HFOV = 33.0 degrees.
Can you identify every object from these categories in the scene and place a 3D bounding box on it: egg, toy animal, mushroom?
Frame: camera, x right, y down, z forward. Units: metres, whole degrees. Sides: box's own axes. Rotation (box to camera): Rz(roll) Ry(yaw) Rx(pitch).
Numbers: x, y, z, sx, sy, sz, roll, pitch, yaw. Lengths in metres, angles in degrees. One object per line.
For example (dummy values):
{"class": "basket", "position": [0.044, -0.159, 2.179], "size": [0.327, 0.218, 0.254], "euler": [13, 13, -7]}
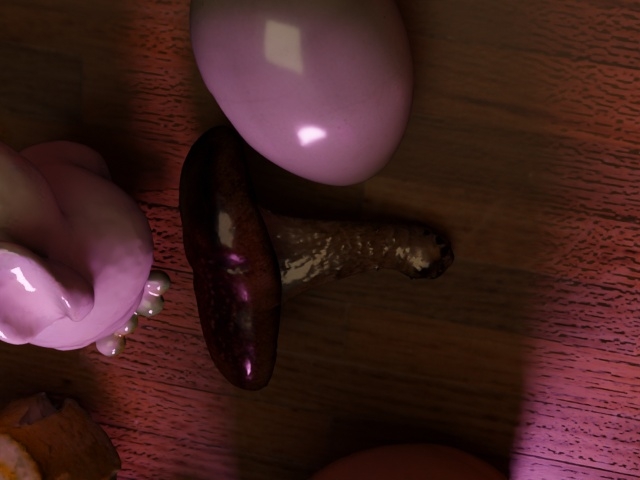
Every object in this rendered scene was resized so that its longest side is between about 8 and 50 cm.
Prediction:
{"class": "egg", "position": [-0.010, -0.133, 0.788], "size": [0.151, 0.151, 0.209], "euler": [-16, 118, 18]}
{"class": "toy animal", "position": [-0.255, 0.011, 0.866], "size": [0.310, 0.247, 0.183], "euler": [-4, 88, 36]}
{"class": "mushroom", "position": [0.000, 0.000, 0.883], "size": [0.217, 0.148, 0.227], "euler": [-11, 124, -4]}

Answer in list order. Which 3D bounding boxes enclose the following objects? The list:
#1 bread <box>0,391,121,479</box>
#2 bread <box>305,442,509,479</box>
{"class": "bread", "position": [-0.279, 0.281, 1.033], "size": [0.185, 0.124, 0.257], "euler": [-10, 94, 31]}
{"class": "bread", "position": [0.023, 0.386, 0.924], "size": [0.252, 0.348, 0.376], "euler": [17, 119, -1]}
